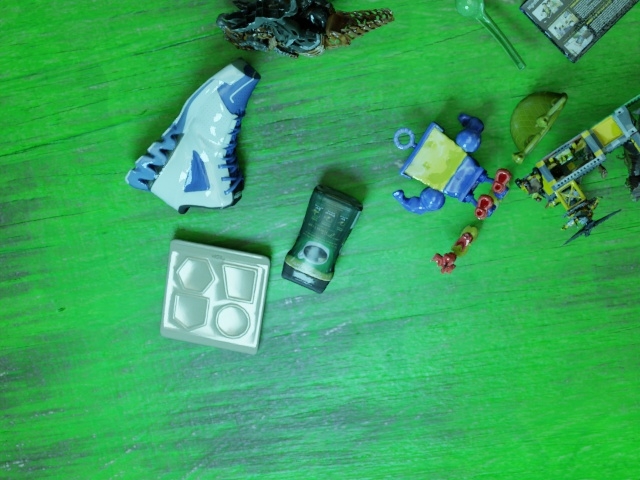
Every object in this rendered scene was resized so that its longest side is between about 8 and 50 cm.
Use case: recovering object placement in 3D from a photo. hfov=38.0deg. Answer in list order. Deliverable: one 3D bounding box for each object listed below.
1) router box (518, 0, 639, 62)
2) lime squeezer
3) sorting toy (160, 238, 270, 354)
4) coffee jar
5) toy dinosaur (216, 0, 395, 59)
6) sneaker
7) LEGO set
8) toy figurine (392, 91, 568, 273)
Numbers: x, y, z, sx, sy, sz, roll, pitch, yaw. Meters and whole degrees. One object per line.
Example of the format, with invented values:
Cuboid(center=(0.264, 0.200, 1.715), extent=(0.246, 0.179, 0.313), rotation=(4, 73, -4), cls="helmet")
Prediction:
Cuboid(center=(0.441, -0.405, 1.538), extent=(0.133, 0.046, 0.179), rotation=(45, 104, -4), cls="router box")
Cuboid(center=(0.224, -0.398, 1.541), extent=(0.310, 0.110, 0.059), rotation=(27, 131, -15), cls="lime squeezer")
Cuboid(center=(-0.199, 0.105, 1.754), extent=(0.192, 0.038, 0.208), rotation=(11, 109, 5), cls="sorting toy")
Cuboid(center=(0.000, 0.000, 1.676), extent=(0.096, 0.079, 0.184), rotation=(24, 104, -1), cls="coffee jar")
Cuboid(center=(-0.037, -0.374, 1.520), extent=(0.321, 0.218, 0.164), rotation=(-15, 63, 22), cls="toy dinosaur")
Cuboid(center=(-0.185, -0.161, 1.650), extent=(0.182, 0.127, 0.315), rotation=(41, 112, -7), cls="sneaker")
Cuboid(center=(0.504, -0.104, 1.496), extent=(0.331, 0.255, 0.192), rotation=(-32, 81, 6), cls="LEGO set")
Cuboid(center=(0.226, -0.147, 1.562), extent=(0.217, 0.191, 0.363), rotation=(35, 102, 11), cls="toy figurine")
